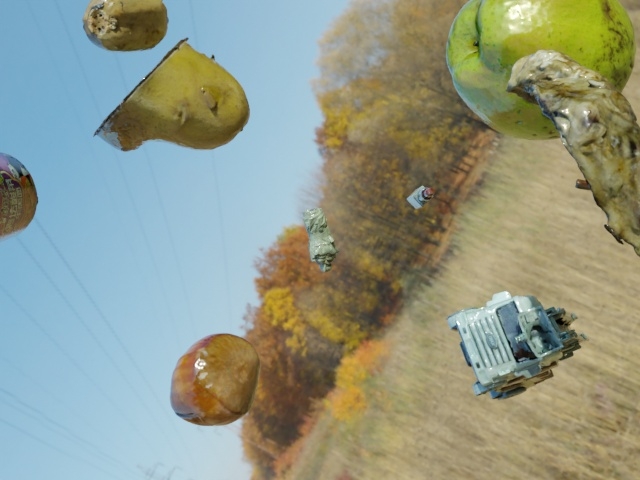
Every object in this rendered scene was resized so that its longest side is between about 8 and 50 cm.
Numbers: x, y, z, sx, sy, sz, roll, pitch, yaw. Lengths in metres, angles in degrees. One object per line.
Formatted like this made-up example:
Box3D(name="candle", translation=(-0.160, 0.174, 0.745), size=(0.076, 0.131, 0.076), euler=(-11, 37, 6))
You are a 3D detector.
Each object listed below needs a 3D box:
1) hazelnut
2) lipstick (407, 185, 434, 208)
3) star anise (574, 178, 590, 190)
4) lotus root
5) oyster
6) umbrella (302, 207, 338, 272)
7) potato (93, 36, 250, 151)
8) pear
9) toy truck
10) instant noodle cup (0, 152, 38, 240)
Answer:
Box3D(name="hazelnut", translation=(-0.173, 0.229, 1.167), size=(0.150, 0.150, 0.150), euler=(25, -90, -82))
Box3D(name="lipstick", translation=(0.192, -0.083, 1.338), size=(0.030, 0.030, 0.129), euler=(-44, 2, -4))
Box3D(name="star anise", translation=(0.514, -0.085, 1.033), size=(0.177, 0.234, 0.073), euler=(-17, 73, 59))
Box3D(name="lotus root", translation=(-0.491, -0.570, 1.872), size=(0.160, 0.146, 0.284), euler=(-61, -12, 26))
Box3D(name="oyster", translation=(0.321, -0.090, 0.806), size=(0.094, 0.294, 0.166), euler=(-34, 5, 15))
Box3D(name="umbrella", translation=(0.000, 0.000, 1.537), size=(0.067, 0.062, 0.143), euler=(-26, -70, -50))
Box3D(name="potato", translation=(-0.393, -0.334, 1.990), size=(0.397, 0.296, 0.290), euler=(-45, 15, 10))
Box3D(name="pear", translation=(0.462, -0.403, 1.567), size=(0.391, 0.391, 0.390), euler=(25, -90, -82))
Box3D(name="toy truck", translation=(0.328, 0.162, 1.157), size=(0.185, 0.132, 0.338), euler=(-25, -22, 16))
Box3D(name="instant noodle cup", translation=(-0.721, -0.086, 1.476), size=(0.190, 0.251, 0.251), euler=(-38, -28, -78))
